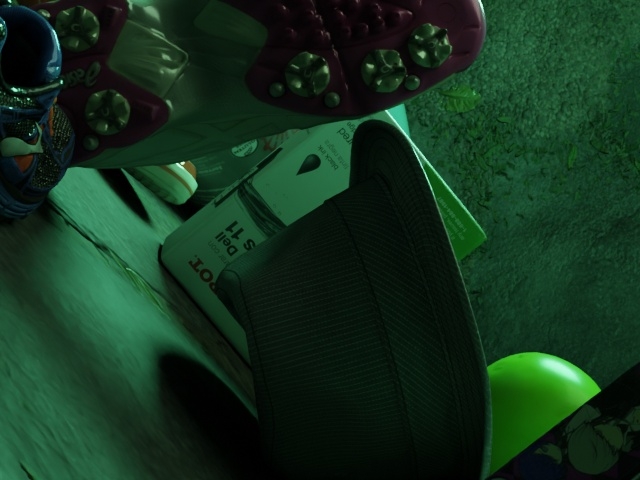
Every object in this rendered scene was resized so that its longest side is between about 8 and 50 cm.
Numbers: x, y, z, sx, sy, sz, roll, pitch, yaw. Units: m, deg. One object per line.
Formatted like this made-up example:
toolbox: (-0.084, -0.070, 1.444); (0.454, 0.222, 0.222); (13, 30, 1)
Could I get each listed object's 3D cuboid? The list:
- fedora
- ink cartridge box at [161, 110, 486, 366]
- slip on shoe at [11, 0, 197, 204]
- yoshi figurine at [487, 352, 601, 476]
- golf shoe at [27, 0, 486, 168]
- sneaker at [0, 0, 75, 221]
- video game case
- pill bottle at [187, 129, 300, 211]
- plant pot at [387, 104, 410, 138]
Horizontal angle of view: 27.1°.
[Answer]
fedora: (0.010, 0.064, 0.806); (0.275, 0.124, 0.244); (94, -21, -76)
ink cartridge box: (0.000, 0.000, 1.038); (0.153, 0.208, 0.087); (50, 6, -9)
slip on shoe: (-0.194, -0.164, 1.153); (0.331, 0.101, 0.123); (54, 2, 28)
yoshi figurine: (0.188, 0.215, 0.865); (0.203, 0.203, 0.362); (3, 40, -50)
golf shoe: (-0.055, -0.109, 0.813); (0.140, 0.306, 0.115); (108, -28, -84)
sneaker: (-0.153, -0.067, 0.627); (0.083, 0.087, 0.221); (52, 3, 4)
video game case: (0.100, 0.146, 0.678); (0.042, 0.210, 0.232); (52, 3, 17)
pill bottle: (-0.066, -0.112, 1.418); (0.210, 0.210, 0.363); (53, 3, 36)
plant pot: (-0.008, -0.107, 1.797); (0.293, 0.293, 0.235); (55, -11, 54)
